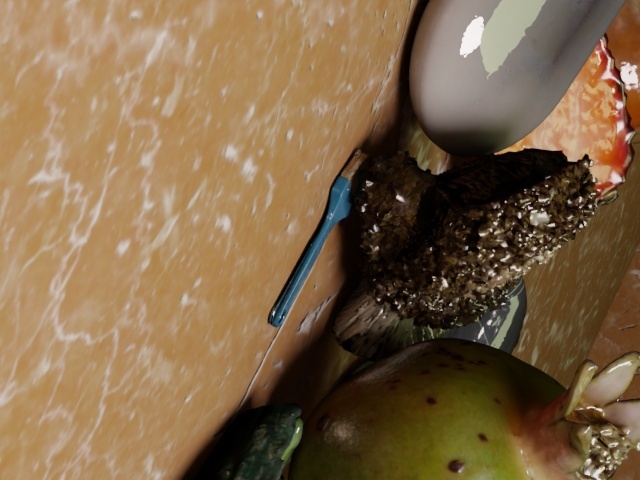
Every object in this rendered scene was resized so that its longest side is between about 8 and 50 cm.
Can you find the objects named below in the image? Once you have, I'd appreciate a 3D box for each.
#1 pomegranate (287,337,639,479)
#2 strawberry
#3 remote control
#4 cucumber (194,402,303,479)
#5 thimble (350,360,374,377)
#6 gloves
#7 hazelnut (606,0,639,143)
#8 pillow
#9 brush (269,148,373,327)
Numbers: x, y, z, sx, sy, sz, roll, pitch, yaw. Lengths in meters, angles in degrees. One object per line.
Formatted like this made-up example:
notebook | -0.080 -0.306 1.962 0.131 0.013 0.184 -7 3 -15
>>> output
pomegranate | 0.145 0.219 1.440 0.291 0.323 0.290 11 77 -55
strawberry | 0.216 -0.129 1.733 0.190 0.111 0.236 -2 98 -27
remote control | 0.190 -0.220 1.485 0.332 0.103 0.221 -55 148 -2
cucumber | -0.072 0.211 1.352 0.193 0.086 0.115 -58 163 -47
thimble | 0.078 0.233 1.717 0.237 0.150 0.237 22 90 -76
gloves | 0.114 -0.001 1.474 0.210 0.135 0.312 -13 163 -34
hazelnut | 0.314 -0.202 1.843 0.214 0.176 0.214 -13 90 -86
pillow | 0.144 0.173 1.933 0.335 0.092 0.161 -65 167 -3
brush | 0.000 0.000 1.407 0.164 0.014 0.051 -61 161 -16
